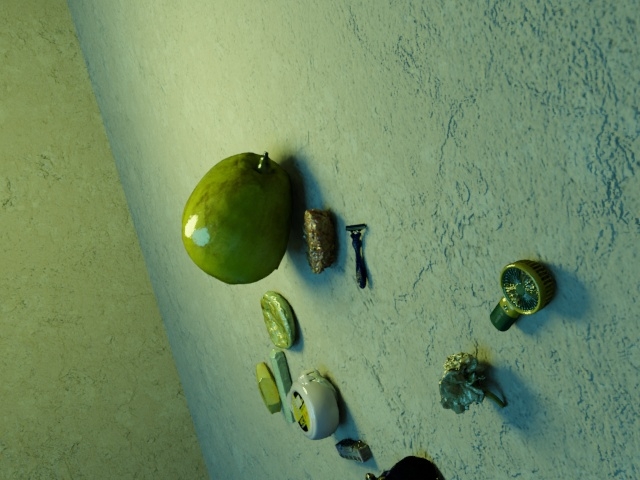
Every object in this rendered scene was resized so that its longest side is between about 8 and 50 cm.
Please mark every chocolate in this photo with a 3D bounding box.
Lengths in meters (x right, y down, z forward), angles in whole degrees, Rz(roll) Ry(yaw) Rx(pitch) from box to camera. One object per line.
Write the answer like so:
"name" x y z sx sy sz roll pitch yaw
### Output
"chocolate" 0.169 0.593 1.498 0.148 0.126 0.343 26 151 3

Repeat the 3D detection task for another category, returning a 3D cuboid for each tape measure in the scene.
"tape measure" -0.012 0.456 1.740 0.179 0.105 0.196 65 151 25

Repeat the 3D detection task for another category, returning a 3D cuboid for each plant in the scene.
"plant" 0.269 0.262 1.118 0.121 0.105 0.117 22 153 25

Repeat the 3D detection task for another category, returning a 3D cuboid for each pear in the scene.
"pear" -0.193 -0.067 1.563 0.287 0.287 0.375 52 130 32

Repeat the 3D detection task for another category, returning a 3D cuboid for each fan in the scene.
"fan" 0.308 0.090 0.989 0.082 0.039 0.155 55 150 26

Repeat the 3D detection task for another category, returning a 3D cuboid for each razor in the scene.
"razor" 0.084 0.033 1.371 0.028 0.044 0.155 -98 -1 -66

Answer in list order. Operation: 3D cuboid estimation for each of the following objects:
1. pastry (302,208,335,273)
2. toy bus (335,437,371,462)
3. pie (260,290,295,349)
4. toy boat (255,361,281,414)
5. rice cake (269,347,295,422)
"pastry" 0.001 0.002 1.468 0.087 0.063 0.170 -127 26 -47
"toy bus" 0.088 0.561 1.688 0.130 0.036 0.052 -24 91 61
"pie" -0.124 0.235 1.856 0.187 0.041 0.187 40 140 44
"toy boat" -0.173 0.487 2.086 0.066 0.064 0.172 121 129 -80
"rice cake" -0.113 0.453 1.973 0.045 0.042 0.246 5 111 57
